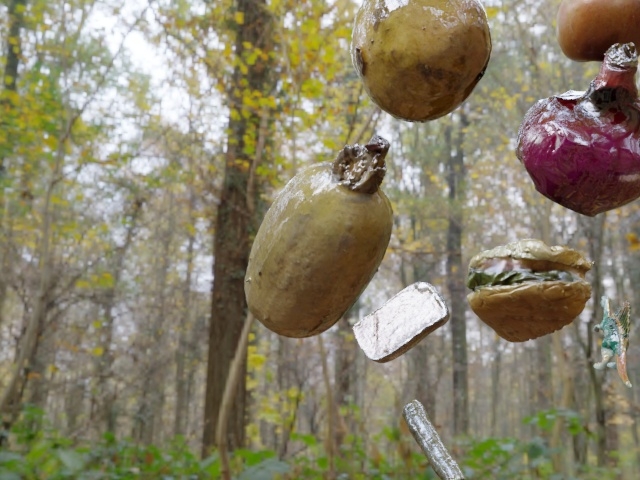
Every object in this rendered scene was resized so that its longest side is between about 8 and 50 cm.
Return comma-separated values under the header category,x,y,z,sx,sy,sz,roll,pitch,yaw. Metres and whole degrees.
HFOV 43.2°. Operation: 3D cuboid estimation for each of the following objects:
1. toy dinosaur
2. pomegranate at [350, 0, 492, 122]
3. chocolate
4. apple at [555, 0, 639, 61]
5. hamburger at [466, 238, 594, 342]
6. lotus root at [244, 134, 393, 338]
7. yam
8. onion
category,x,y,z,sx,sy,sz,roll,pitch,yaw
toy dinosaur,0.427,0.138,1.160,0.044,0.106,0.187,14,5,8
pomegranate,0.187,-0.370,1.546,0.281,0.281,0.281,1,-18,0
chocolate,0.226,0.229,2.159,0.254,0.157,0.080,-36,-47,4
apple,0.750,-0.569,2.138,0.253,0.253,0.253,1,-18,0
hamburger,0.434,0.111,1.838,0.209,0.162,0.330,26,-28,-13
lotus root,0.000,0.000,1.073,0.151,0.169,0.342,-11,-34,-35
yam,0.253,0.460,1.823,0.061,0.061,0.274,9,23,-22
onion,0.726,-0.292,2.066,0.398,0.398,0.420,7,-50,-18
